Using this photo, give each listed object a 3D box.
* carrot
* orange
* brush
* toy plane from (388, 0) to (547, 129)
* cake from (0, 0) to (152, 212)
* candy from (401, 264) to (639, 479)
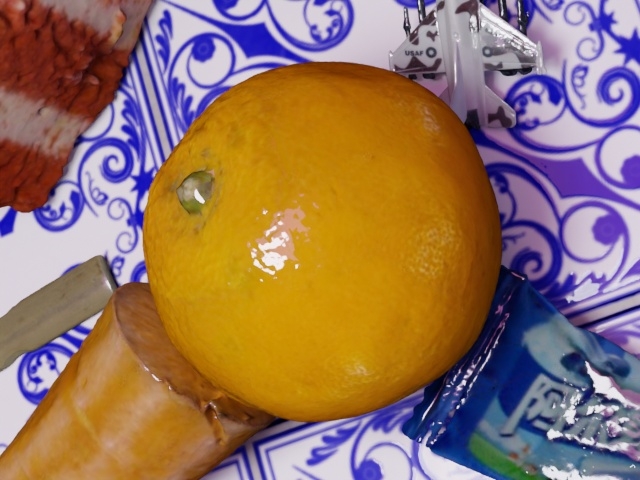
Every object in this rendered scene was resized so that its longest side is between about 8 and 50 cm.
[{"bbox_3d":[-0.181,0.188,1.388,0.196,0.196,0.254,47,110,22],"label":"carrot"},{"bbox_3d":[0.000,0.000,1.263,0.312,0.312,0.312,-4,80,22],"label":"orange"},{"bbox_3d":[-0.331,0.101,1.524,0.282,0.048,0.054,-30,75,14],"label":"brush"},{"bbox_3d":[0.131,-0.199,1.359,0.160,0.082,0.234,1,94,31],"label":"toy plane"},{"bbox_3d":[-0.351,-0.226,1.458,0.269,0.270,0.319,38,97,22],"label":"cake"},{"bbox_3d":[0.249,0.166,1.259,0.331,0.077,0.187,30,96,22],"label":"candy"}]
